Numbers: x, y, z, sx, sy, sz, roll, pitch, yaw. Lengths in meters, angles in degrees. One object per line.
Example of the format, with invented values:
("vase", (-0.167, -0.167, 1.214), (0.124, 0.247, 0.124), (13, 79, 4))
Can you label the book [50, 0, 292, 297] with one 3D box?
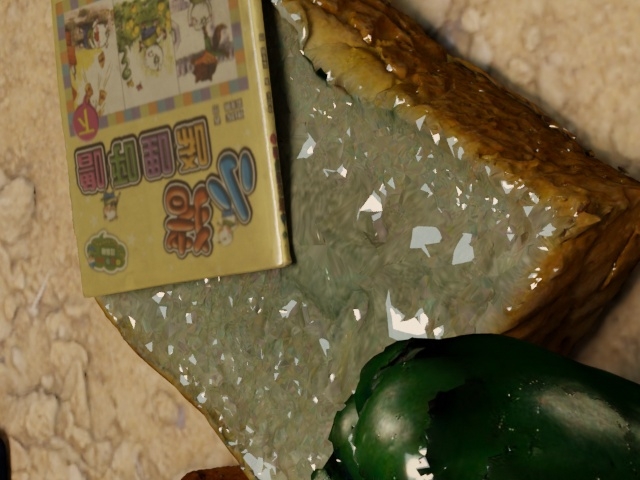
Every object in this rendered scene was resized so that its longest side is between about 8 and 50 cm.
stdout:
("book", (-0.087, -0.072, 0.840), (0.168, 0.013, 0.192), (-10, 86, 43))

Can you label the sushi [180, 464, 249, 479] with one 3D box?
("sushi", (-0.043, 0.169, 0.902), (0.120, 0.052, 0.055), (-2, 107, 36))

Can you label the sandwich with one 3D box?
("sandwich", (0.000, 0.000, 0.835), (0.301, 0.099, 0.271), (43, 116, 29))

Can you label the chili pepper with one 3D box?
("chili pepper", (0.107, 0.172, 0.643), (0.248, 0.256, 0.233), (153, 134, -75))

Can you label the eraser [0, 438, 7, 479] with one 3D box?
("eraser", (-0.394, 0.176, 1.121), (0.332, 0.155, 0.102), (-1, 89, 39))
